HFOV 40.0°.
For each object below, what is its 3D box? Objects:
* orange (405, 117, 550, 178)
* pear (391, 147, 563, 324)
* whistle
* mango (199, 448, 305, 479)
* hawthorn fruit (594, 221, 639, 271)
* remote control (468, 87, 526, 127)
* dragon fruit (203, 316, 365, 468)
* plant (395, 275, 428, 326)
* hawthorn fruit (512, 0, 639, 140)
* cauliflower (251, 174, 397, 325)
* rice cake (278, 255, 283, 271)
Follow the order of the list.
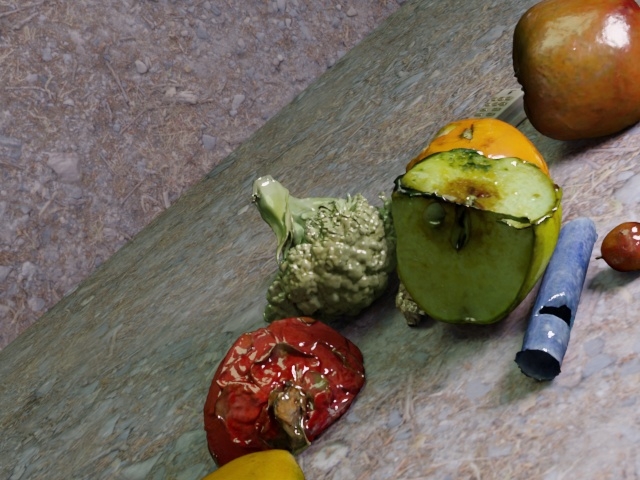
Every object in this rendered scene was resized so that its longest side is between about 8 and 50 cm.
[{"bbox_3d":[0.262,-0.091,1.484,0.240,0.240,0.240,-31,21,13],"label":"orange"},{"bbox_3d":[0.243,0.014,1.299,0.238,0.255,0.164,14,36,31],"label":"pear"},{"bbox_3d":[0.336,0.072,1.237,0.062,0.062,0.304,-19,26,38],"label":"whistle"},{"bbox_3d":[-0.123,0.392,1.113,0.211,0.173,0.317,-23,17,31],"label":"mango"},{"bbox_3d":[0.428,0.011,1.219,0.077,0.077,0.077,-31,21,13],"label":"hawthorn fruit"},{"bbox_3d":[0.345,-0.235,1.912,0.277,0.055,0.103,-40,20,-13],"label":"remote control"},{"bbox_3d":[-0.058,0.222,1.409,0.317,0.152,0.205,-45,23,-25],"label":"dragon fruit"},{"bbox_3d":[0.188,0.087,1.457,0.122,0.104,0.116,0,69,15],"label":"plant"},{"bbox_3d":[0.500,-0.319,1.574,0.301,0.268,0.268,-13,28,26],"label":"hawthorn fruit"},{"bbox_3d":[0.012,0.020,1.609,0.327,0.260,0.281,-31,39,-8],"label":"cauliflower"},{"bbox_3d":[0.027,0.028,1.831,0.336,0.063,0.066,-9,30,51],"label":"rice cake"}]
